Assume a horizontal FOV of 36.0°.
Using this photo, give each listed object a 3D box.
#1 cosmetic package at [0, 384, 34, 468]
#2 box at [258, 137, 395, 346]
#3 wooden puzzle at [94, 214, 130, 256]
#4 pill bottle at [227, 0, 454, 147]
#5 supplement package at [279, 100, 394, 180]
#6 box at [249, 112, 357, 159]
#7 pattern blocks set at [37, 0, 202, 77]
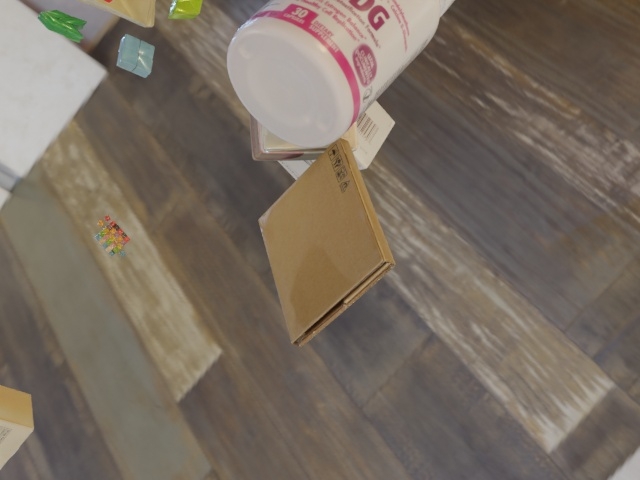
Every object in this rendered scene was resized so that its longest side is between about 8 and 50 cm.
[{"bbox_3d":[-0.289,0.136,0.764,0.060,0.115,0.041,-47,39,20],"label":"cosmetic package"},{"bbox_3d":[0.000,0.000,1.164,0.164,0.021,0.201,-44,44,29],"label":"box"},{"bbox_3d":[-0.390,-0.004,1.843,0.049,0.083,0.006,-47,21,-23],"label":"wooden puzzle"},{"bbox_3d":[0.037,-0.249,1.125,0.160,0.160,0.283,6,44,41],"label":"pill bottle"},{"bbox_3d":[0.009,-0.173,1.583,0.179,0.105,0.105,-8,45,53],"label":"supplement package"},{"bbox_3d":[-0.030,-0.186,1.334,0.232,0.127,0.148,-166,74,-83],"label":"box"},{"bbox_3d":[-0.292,-0.394,1.375,0.026,0.285,0.324,-28,41,47],"label":"pattern blocks set"}]
